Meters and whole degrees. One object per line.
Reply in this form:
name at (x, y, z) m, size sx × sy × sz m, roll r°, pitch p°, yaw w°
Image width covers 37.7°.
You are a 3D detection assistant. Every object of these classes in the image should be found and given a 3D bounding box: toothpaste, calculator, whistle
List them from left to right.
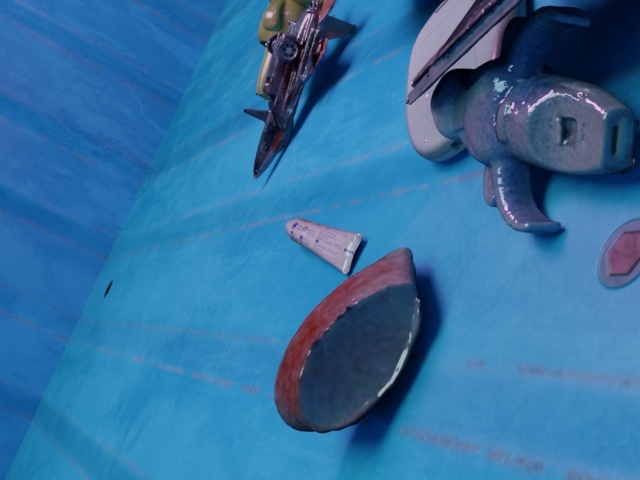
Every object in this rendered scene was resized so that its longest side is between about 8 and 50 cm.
whistle at (-0.047, -0.407, 1.731) m, size 0.141 × 0.141 × 0.294 m, roll 166°, pitch 109°, yaw -65°
toothpaste at (0.000, 0.000, 1.179) m, size 0.052 × 0.033 × 0.218 m, roll -67°, pitch 22°, yaw 0°
calculator at (0.155, -0.210, 1.031) m, size 0.184 × 0.042 × 0.295 m, roll -44°, pitch 28°, yaw 43°
calculator at (0.166, -0.214, 0.780) m, size 0.166 × 0.028 × 0.274 m, roll -52°, pitch 6°, yaw -26°
whistle at (0.171, -0.102, 0.782) m, size 0.269 × 0.093 × 0.180 m, roll -140°, pitch 54°, yaw -70°

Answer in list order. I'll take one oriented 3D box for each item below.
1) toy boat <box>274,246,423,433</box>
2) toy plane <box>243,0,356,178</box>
toy boat at (0.019, 0.092, 0.967) m, size 0.206 × 0.096 × 0.282 m, roll -58°, pitch 6°, yaw -4°
toy plane at (-0.056, -0.257, 1.541) m, size 0.326 × 0.104 × 0.223 m, roll -61°, pitch 20°, yaw 8°
